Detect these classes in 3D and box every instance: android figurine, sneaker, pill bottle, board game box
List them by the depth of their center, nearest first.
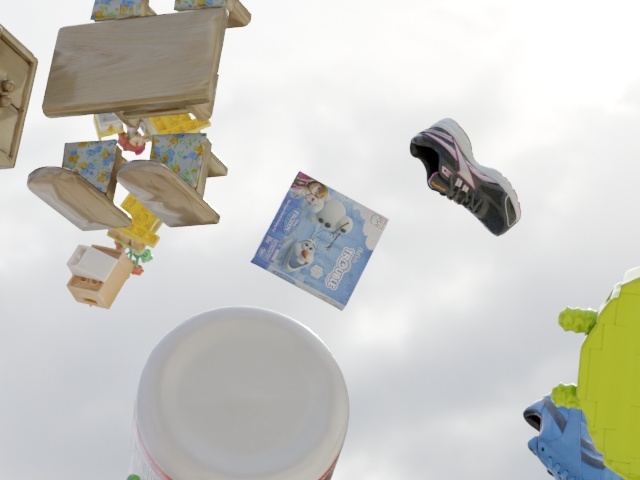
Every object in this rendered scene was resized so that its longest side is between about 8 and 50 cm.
[{"bbox_3d":[0.308,0.105,1.382,0.056,0.272,0.248,-43,-43,-68],"label":"android figurine"},{"bbox_3d":[0.000,0.000,1.580,0.090,0.090,0.020,-63,4,-21],"label":"board game box"},{"bbox_3d":[0.254,0.225,1.817,0.082,0.209,0.069,-16,-53,-2],"label":"sneaker"},{"bbox_3d":[-0.095,0.236,1.919,0.210,0.210,0.363,-26,-23,-21],"label":"pill bottle"},{"bbox_3d":[0.173,-0.070,2.327,0.077,0.178,0.072,-20,-30,-39],"label":"sneaker"}]

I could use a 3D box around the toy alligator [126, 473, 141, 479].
[{"bbox_3d":[-0.119,0.282,1.595,0.051,0.056,0.190,-23,-78,-28],"label":"toy alligator"}]

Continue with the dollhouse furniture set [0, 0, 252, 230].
[{"bbox_3d":[-0.189,-0.135,1.335,0.242,0.212,0.161,-3,-26,25],"label":"dollhouse furniture set"}]

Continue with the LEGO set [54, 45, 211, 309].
[{"bbox_3d":[-0.165,-0.055,1.643,0.132,0.287,0.107,-2,-28,-10],"label":"LEGO set"}]
